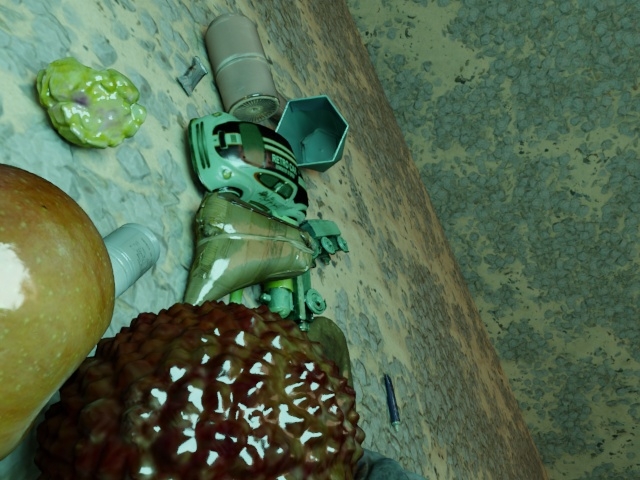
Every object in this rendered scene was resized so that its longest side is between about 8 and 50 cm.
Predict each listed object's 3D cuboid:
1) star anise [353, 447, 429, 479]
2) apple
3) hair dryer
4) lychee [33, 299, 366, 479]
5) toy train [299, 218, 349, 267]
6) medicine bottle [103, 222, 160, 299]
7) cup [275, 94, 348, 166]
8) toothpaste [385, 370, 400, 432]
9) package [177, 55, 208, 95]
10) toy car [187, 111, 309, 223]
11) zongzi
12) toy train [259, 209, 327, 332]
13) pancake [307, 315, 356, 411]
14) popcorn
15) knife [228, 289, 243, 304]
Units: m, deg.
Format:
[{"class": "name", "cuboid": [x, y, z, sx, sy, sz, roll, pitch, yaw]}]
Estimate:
[{"class": "star anise", "cuboid": [0.072, 0.372, 0.701, 0.359, 0.316, 0.139, 23, 71, -9]}, {"class": "apple", "cuboid": [-0.228, 0.052, 0.322, 0.162, 0.201, 0.201, 49, 26, -11]}, {"class": "hair dryer", "cuboid": [-0.117, -0.314, 1.068, 0.344, 0.106, 0.189, 23, 47, -72]}, {"class": "lychee", "cuboid": [-0.092, 0.177, 0.438, 0.300, 0.264, 0.264, 40, 35, -53]}, {"class": "toy train", "cuboid": [0.000, 0.000, 1.063, 0.099, 0.070, 0.172, 61, 21, 9]}, {"class": "medicine bottle", "cuboid": [-0.221, 0.024, 0.543, 0.058, 0.058, 0.091, 61, 23, -17]}, {"class": "cup", "cuboid": [-0.013, -0.213, 1.092, 0.235, 0.148, 0.134, 17, 70, -87]}, {"class": "toothpaste", "cuboid": [0.167, 0.375, 1.165, 0.037, 0.021, 0.140, 53, 24, -49]}, {"class": "package", "cuboid": [-0.222, -0.289, 0.877, 0.037, 0.015, 0.110, 54, 25, -30]}, {"class": "toy car", "cuboid": [-0.098, -0.118, 0.869, 0.306, 0.125, 0.136, 24, 48, -58]}, {"class": "zongzi", "cuboid": [-0.101, 0.044, 0.722, 0.194, 0.099, 0.197, 21, 54, -27]}, {"class": "toy train", "cuboid": [-0.061, 0.058, 0.863, 0.132, 0.083, 0.200, 26, 46, -44]}, {"class": "pancake", "cuboid": [0.021, 0.254, 0.898, 0.242, 0.050, 0.242, 44, 38, -49]}, {"class": "popcorn", "cuboid": [-0.266, -0.156, 0.576, 0.109, 0.089, 0.097, 25, 82, -47]}, {"class": "knife", "cuboid": [-0.126, 0.078, 0.758, 0.078, 0.022, 0.166, 34, 37, -32]}]
